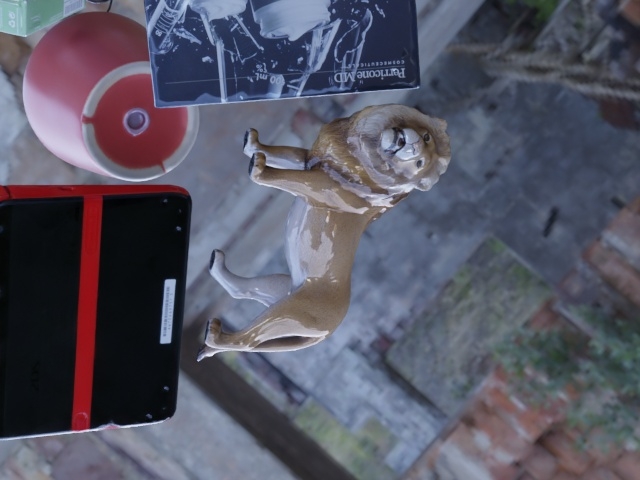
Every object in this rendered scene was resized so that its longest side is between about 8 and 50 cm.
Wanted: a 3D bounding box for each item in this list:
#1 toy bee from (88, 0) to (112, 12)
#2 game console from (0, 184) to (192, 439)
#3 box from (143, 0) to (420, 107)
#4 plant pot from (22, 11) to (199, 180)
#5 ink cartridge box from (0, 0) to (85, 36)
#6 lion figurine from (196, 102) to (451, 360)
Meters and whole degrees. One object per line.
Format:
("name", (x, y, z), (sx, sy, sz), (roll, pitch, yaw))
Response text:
("toy bee", (-0.366, -0.289, 2.128), (0.195, 0.162, 0.298), (16, -137, -14))
("game console", (-0.365, 0.107, 1.813), (0.342, 0.386, 0.060), (-3, -162, -30))
("box", (-0.054, -0.345, 1.579), (0.179, 0.343, 0.312), (-101, 6, -75))
("plant pot", (-0.330, -0.221, 2.000), (0.275, 0.275, 0.243), (38, 179, -32))
("ink cartridge box", (-0.462, -0.346, 1.665), (0.235, 0.056, 0.171), (14, -152, 13))
("lion figurine", (0.000, 0.000, 1.535), (0.240, 0.392, 0.142), (13, -160, -17))
